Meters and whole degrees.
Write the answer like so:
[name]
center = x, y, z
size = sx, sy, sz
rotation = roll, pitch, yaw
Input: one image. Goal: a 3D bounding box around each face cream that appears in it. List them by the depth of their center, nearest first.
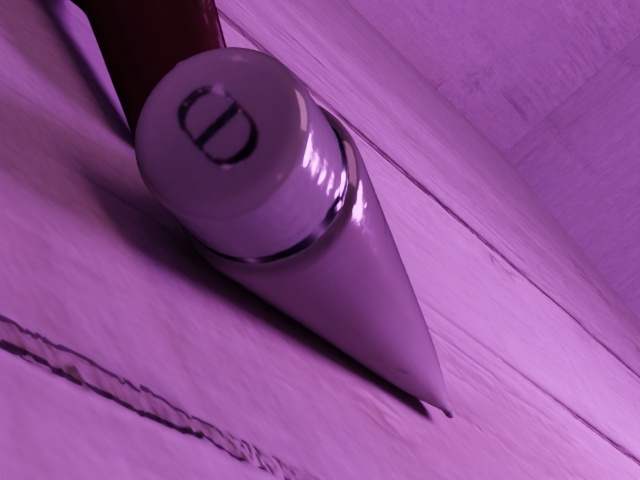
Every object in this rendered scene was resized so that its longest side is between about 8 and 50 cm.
[face cream]
center = 0.000, 0.000, 0.813
size = 0.143, 0.089, 0.314
rotation = 52, 2, 25

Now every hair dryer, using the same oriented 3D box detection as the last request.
[hair dryer]
center = -0.188, -0.212, 0.833
size = 0.340, 0.123, 0.312
rotation = 27, 31, -36
